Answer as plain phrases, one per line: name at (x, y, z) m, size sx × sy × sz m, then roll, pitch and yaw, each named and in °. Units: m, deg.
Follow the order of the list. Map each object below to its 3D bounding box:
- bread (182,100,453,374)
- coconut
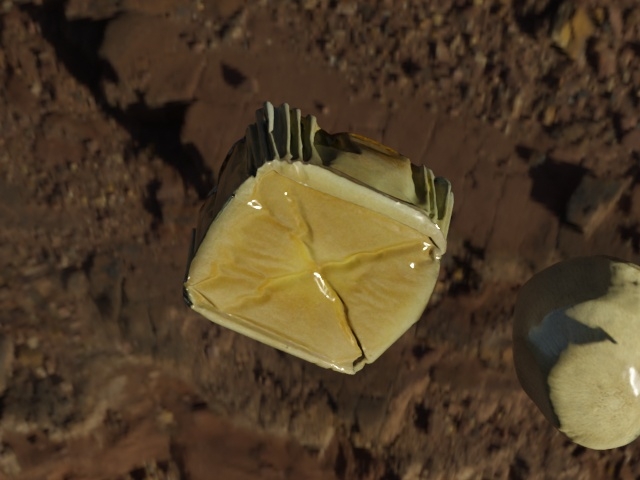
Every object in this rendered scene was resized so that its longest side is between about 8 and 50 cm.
bread at (-0.002, -0.001, 1.209) m, size 0.210 × 0.192 × 0.110 m, roll 21°, pitch 30°, yaw -18°
coconut at (0.317, 0.123, 1.598) m, size 0.224 × 0.224 × 0.224 m, roll 0°, pitch 61°, yaw 0°
